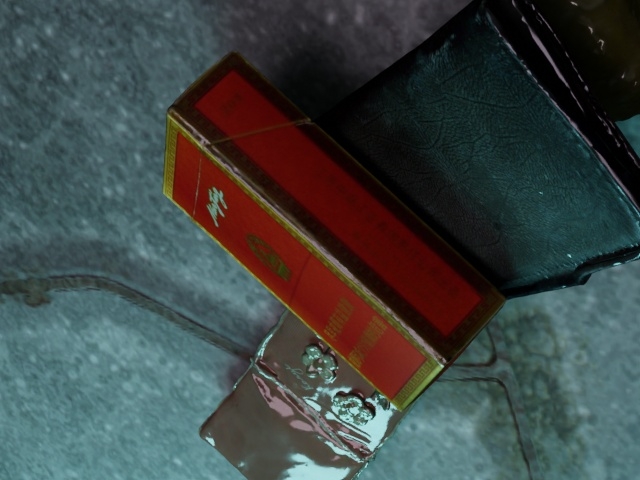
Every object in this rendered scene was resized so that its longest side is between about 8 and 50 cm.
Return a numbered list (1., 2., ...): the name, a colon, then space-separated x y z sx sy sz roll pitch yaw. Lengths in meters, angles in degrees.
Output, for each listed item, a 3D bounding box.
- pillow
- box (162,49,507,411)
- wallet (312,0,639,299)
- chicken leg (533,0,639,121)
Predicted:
1. pillow: -0.004 0.128 1.091 0.126 0.043 0.232 40 131 7
2. box: 0.001 -0.001 0.942 0.240 0.074 0.153 42 166 7
3. wallet: 0.088 -0.039 0.848 0.172 0.045 0.318 51 160 -4
4. chicken leg: 0.085 -0.227 0.763 0.153 0.201 0.429 -22 111 31
